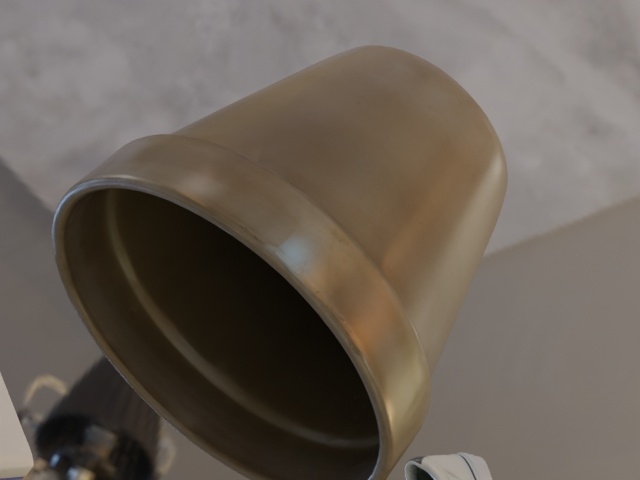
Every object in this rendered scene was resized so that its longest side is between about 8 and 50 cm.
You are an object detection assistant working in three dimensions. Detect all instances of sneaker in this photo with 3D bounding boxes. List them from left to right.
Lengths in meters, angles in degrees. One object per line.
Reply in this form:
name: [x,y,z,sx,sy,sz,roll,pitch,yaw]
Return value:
sneaker: [0.141,0.329,1.551,0.091,0.258,0.094,5,-45,-22]

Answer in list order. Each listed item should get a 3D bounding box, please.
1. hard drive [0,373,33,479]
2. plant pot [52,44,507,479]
hard drive: [-0.496,0.182,1.717,0.319,0.210,0.040,2,-41,-43]
plant pot: [0.000,0.000,1.231,0.323,0.280,0.323,29,-35,23]
